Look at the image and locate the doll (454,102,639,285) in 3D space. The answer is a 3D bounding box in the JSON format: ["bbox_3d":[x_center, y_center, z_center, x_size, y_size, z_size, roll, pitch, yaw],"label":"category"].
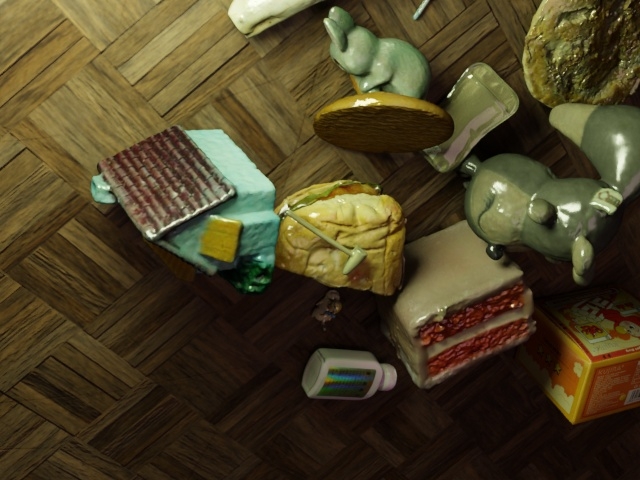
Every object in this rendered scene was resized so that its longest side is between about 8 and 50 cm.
[{"bbox_3d":[0.467,-0.113,1.839,0.378,0.382,0.252,-44,140,-17],"label":"doll"}]

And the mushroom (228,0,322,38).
[{"bbox_3d":[0.010,-0.439,1.514,0.351,0.095,0.122,-23,147,-9],"label":"mushroom"}]

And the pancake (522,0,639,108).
[{"bbox_3d":[0.553,-0.415,1.829,0.356,0.065,0.356,-16,129,-20],"label":"pancake"}]

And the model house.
[{"bbox_3d":[-0.241,-0.037,1.541,0.249,0.280,0.229,-8,124,-30],"label":"model house"}]

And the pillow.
[{"bbox_3d":[0.283,-0.240,1.796,0.130,0.033,0.217,44,95,-4],"label":"pillow"}]

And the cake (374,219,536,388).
[{"bbox_3d":[0.287,0.134,1.976,0.309,0.230,0.237,-25,133,-11],"label":"cake"}]

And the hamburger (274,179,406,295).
[{"bbox_3d":[0.052,-0.025,1.781,0.330,0.162,0.208,16,110,-29],"label":"hamburger"}]

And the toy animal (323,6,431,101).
[{"bbox_3d":[0.084,-0.330,1.626,0.251,0.127,0.125,33,129,-31],"label":"toy animal"}]

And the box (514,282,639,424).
[{"bbox_3d":[0.683,0.269,2.250,0.284,0.259,0.213,-8,127,-23],"label":"box"}]

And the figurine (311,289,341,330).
[{"bbox_3d":[0.020,0.151,1.963,0.047,0.050,0.083,12,116,-39],"label":"figurine"}]

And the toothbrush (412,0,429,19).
[{"bbox_3d":[0.217,-0.473,1.647,0.011,0.014,0.167,20,113,-37],"label":"toothbrush"}]

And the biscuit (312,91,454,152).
[{"bbox_3d":[0.114,-0.214,1.660,0.262,0.262,0.037,11,75,-33],"label":"biscuit"}]

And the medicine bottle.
[{"bbox_3d":[0.072,0.309,2.082,0.219,0.078,0.115,8,116,-32],"label":"medicine bottle"}]

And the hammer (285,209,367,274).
[{"bbox_3d":[0.000,0.000,1.663,0.195,0.028,0.060,34,108,-31],"label":"hammer"}]
